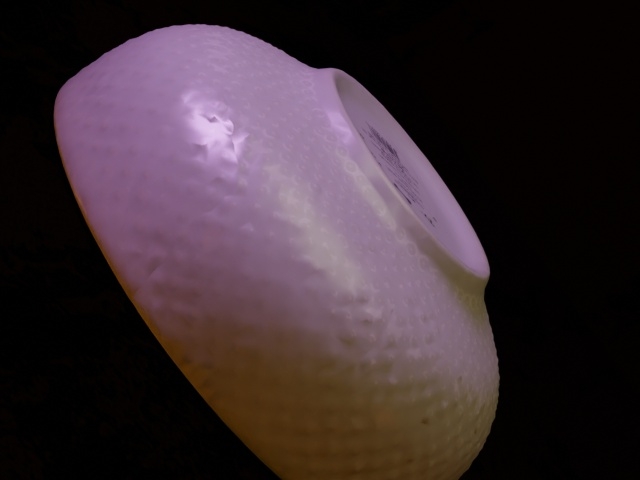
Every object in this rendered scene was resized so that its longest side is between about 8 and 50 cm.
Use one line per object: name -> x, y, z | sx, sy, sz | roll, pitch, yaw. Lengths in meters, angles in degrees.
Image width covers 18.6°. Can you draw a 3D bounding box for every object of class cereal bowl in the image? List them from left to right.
cereal bowl -> 0.000, 0.000, 1.183 | 0.339, 0.141, 0.339 | 49, 14, -17
